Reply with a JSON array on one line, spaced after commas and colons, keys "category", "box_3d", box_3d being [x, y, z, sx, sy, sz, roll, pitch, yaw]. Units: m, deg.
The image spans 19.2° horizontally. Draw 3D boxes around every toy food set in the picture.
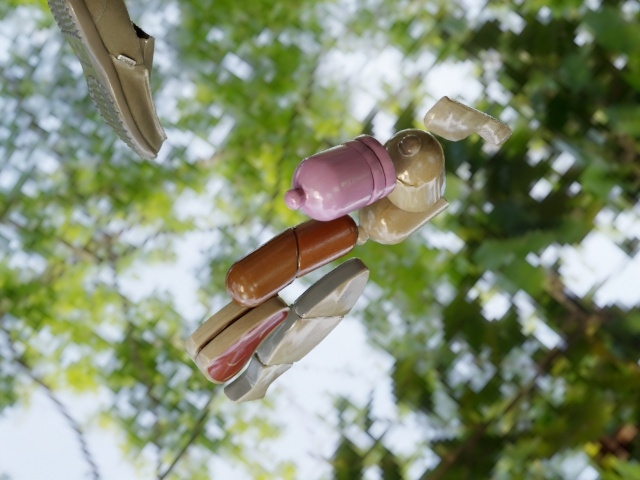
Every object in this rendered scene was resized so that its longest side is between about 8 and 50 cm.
[{"category": "toy food set", "box_3d": [0.000, 0.000, 0.562, 0.019, 0.122, 0.078, 50, -166, 21]}]

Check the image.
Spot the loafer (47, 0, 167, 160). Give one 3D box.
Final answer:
[{"category": "loafer", "box_3d": [-0.130, -0.117, 1.251, 0.056, 0.050, 0.148, 39, 157, 49]}]
